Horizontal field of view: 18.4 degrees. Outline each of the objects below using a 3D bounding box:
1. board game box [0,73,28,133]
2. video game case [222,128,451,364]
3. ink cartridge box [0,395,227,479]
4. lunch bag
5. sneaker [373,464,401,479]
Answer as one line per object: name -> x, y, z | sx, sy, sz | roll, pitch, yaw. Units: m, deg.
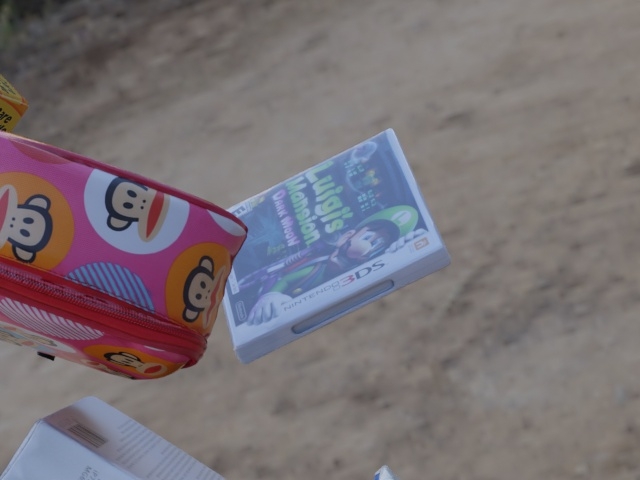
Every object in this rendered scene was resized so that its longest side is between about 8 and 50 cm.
board game box -> -0.557, -0.116, 1.707 | 0.356, 0.356, 0.356 | -53, -27, 12
video game case -> 0.000, 0.000, 1.516 | 0.173, 0.022, 0.190 | -26, 32, 5
ink cartridge box -> -0.093, 0.200, 1.396 | 0.060, 0.239, 0.275 | -58, -1, -1
lunch bag -> -0.204, 0.000, 1.285 | 0.258, 0.120, 0.293 | 21, -11, -16
sneaker -> 0.047, 0.242, 1.620 | 0.084, 0.058, 0.152 | -43, 15, 3
